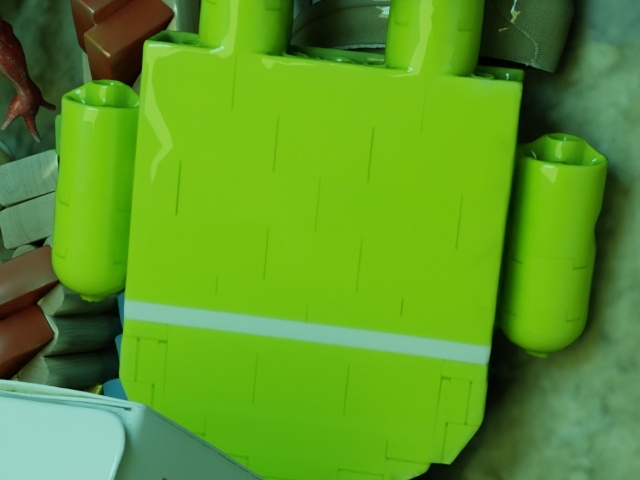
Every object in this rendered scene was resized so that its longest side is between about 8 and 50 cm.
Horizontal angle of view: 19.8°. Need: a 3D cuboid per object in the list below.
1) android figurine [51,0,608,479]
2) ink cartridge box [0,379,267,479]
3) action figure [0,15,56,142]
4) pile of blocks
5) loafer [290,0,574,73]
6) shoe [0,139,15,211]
[{"bbox_3d":[0.000,0.000,0.824,0.248,0.056,0.272,5,106,6],"label":"android figurine"},{"bbox_3d":[-0.070,0.200,0.759,0.117,0.283,0.207,4,67,34],"label":"ink cartridge box"},{"bbox_3d":[-0.163,-0.169,0.941,0.091,0.139,0.280,19,70,15],"label":"action figure"},{"bbox_3d":[-0.107,0.014,0.913,0.149,0.113,0.362,24,103,29],"label":"pile of blocks"},{"bbox_3d":[0.048,-0.091,0.849,0.148,0.056,0.050,-9,81,31],"label":"loafer"},{"bbox_3d":[-0.244,-0.034,1.014,0.219,0.076,0.058,-14,48,40],"label":"shoe"}]
